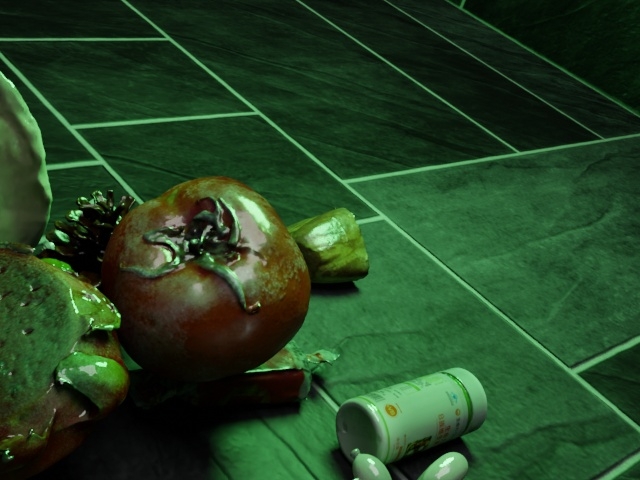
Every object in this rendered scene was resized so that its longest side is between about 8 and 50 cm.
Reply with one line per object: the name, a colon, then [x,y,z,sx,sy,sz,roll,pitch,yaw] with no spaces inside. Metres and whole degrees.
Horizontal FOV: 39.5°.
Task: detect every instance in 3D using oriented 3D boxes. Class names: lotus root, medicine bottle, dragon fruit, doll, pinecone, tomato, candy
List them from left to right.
dragon fruit: [-0.324,0.120,0.877,0.295,0.130,0.268,25,62,22]
pinecone: [-0.262,0.018,1.093,0.163,0.165,0.163,9,30,-5]
tomato: [-0.126,0.052,0.979,0.232,0.188,0.232,-4,58,6]
candy: [-0.097,0.159,1.071,0.292,0.059,0.086,0,33,-31]
lotus root: [-0.003,0.003,1.349,0.159,0.095,0.135,33,36,32]
doll: [0.097,0.291,0.958,0.160,0.059,0.161,-7,59,-24]
medicine bottle: [0.111,0.213,1.080,0.183,0.086,0.086,-9,41,-39]

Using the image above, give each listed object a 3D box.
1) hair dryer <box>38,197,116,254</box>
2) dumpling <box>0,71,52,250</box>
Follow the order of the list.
hair dryer: [-0.328,-0.008,1.224,0.137,0.047,0.082,-24,50,-41]
dumpling: [-0.498,-0.114,1.021,0.395,0.315,0.233,22,22,-13]
